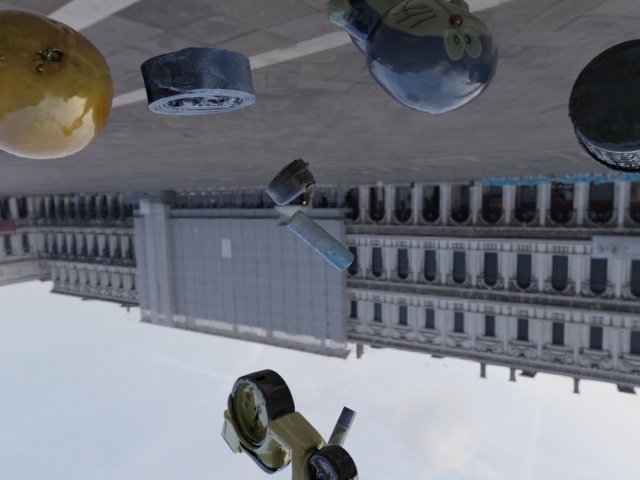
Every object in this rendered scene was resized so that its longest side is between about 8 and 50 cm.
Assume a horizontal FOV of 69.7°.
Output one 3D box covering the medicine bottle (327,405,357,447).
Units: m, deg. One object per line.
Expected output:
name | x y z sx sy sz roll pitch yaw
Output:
medicine bottle | 0.064 0.739 1.715 0.059 0.230 0.059 24 164 8

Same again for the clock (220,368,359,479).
clock | -0.085 0.469 1.020 0.120 0.276 0.379 -3 -150 -40

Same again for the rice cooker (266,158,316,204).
rice cooker | -0.096 -0.185 1.472 0.165 0.106 0.112 -29 -167 27

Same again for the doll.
doll | 0.127 -0.283 0.634 0.228 0.153 0.258 -8 -135 -21

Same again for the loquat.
loquat | -0.521 -0.278 0.840 0.264 0.262 0.263 -1 -174 0

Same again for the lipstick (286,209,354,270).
lipstick | 0.000 0.000 0.986 0.158 0.048 0.048 40 175 -15

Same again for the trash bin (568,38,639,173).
trash bin | 0.381 -0.168 0.551 0.176 0.175 0.161 3 -171 40

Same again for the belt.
belt | -0.197 -0.257 0.748 0.190 0.082 0.142 -15 -174 -44
